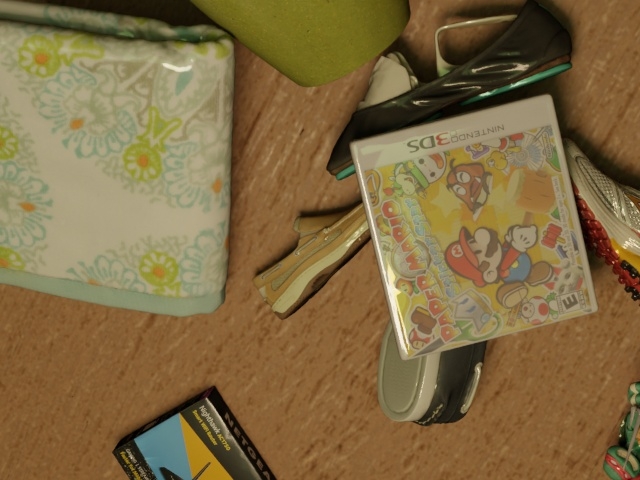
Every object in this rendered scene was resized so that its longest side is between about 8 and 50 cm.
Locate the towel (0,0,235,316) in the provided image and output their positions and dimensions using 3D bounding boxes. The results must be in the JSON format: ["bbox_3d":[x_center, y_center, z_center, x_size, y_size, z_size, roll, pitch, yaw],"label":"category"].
[{"bbox_3d":[-0.274,-0.086,1.538,0.374,0.090,0.320,9,127,7],"label":"towel"}]

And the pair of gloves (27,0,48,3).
[{"bbox_3d":[-0.293,-0.140,1.613,0.240,0.042,0.204,28,106,1],"label":"pair of gloves"}]

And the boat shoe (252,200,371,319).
[{"bbox_3d":[0.000,0.000,1.602,0.190,0.068,0.072,-44,84,15],"label":"boat shoe"}]

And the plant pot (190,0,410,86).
[{"bbox_3d":[-0.044,-0.304,1.448,0.274,0.275,0.293,-28,115,13],"label":"plant pot"}]

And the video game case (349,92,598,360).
[{"bbox_3d":[0.154,-0.013,1.496,0.206,0.026,0.227,-14,98,-2],"label":"video game case"}]

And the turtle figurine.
[{"bbox_3d":[0.372,0.195,1.577,0.234,0.118,0.175,-42,111,0],"label":"turtle figurine"}]

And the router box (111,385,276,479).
[{"bbox_3d":[-0.130,0.272,1.694,0.133,0.046,0.179,-31,98,13],"label":"router box"}]

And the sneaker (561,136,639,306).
[{"bbox_3d":[0.318,-0.022,1.555,0.093,0.088,0.225,-43,92,-12],"label":"sneaker"}]

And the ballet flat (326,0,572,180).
[{"bbox_3d":[0.118,-0.161,1.536,0.280,0.095,0.096,-26,90,2],"label":"ballet flat"}]

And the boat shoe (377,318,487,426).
[{"bbox_3d":[0.136,0.045,1.583,0.091,0.114,0.302,10,99,-36],"label":"boat shoe"}]
